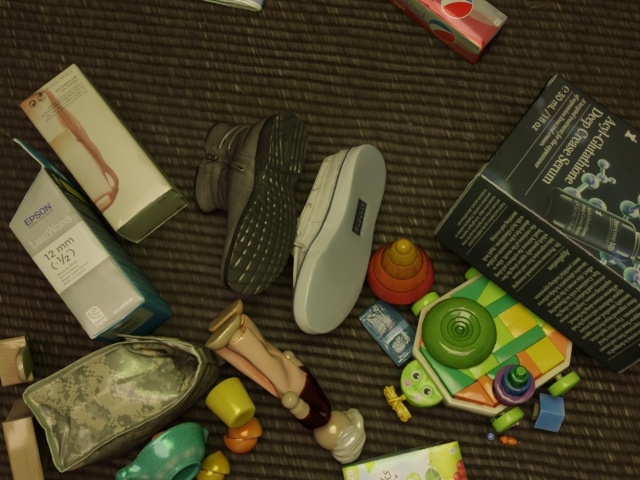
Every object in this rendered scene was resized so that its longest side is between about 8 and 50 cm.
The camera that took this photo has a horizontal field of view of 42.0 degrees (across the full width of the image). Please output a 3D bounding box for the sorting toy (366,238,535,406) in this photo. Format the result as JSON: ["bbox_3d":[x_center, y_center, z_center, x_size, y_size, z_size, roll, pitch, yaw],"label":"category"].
[{"bbox_3d":[0.217,0.116,1.379,0.127,0.126,0.365,-37,68,-14],"label":"sorting toy"}]

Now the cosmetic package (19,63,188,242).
[{"bbox_3d":[-0.390,-0.154,1.520,0.129,0.153,0.296,-39,80,-4],"label":"cosmetic package"}]

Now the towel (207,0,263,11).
[{"bbox_3d":[-0.180,-0.601,1.655,0.209,0.034,0.285,15,80,3],"label":"towel"}]

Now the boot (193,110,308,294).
[{"bbox_3d":[-0.146,-0.061,1.478,0.118,0.223,0.338,32,66,-38],"label":"boot"}]

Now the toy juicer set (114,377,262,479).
[{"bbox_3d":[-0.241,0.373,1.399,0.329,0.209,0.089,-38,60,-13],"label":"toy juicer set"}]

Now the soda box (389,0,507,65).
[{"bbox_3d":[0.222,-0.455,1.591,0.263,0.092,0.083,39,84,7],"label":"soda box"}]

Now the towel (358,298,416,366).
[{"bbox_3d":[0.128,0.163,1.514,0.067,0.029,0.119,-40,81,-7],"label":"towel"}]

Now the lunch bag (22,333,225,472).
[{"bbox_3d":[-0.308,0.249,1.401,0.287,0.235,0.169,-29,79,-4],"label":"lunch bag"}]

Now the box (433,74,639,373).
[{"bbox_3d":[0.448,-0.029,1.405,0.395,0.212,0.293,37,59,6],"label":"box"}]

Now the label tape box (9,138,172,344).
[{"bbox_3d":[-0.417,0.014,1.438,0.115,0.249,0.347,-40,82,-6],"label":"label tape box"}]

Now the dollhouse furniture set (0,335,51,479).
[{"bbox_3d":[-0.639,0.341,1.365,0.355,0.174,0.303,-10,96,-13],"label":"dollhouse furniture set"}]

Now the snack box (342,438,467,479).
[{"bbox_3d":[0.155,0.452,1.441,0.207,0.070,0.174,-14,80,0],"label":"snack box"}]

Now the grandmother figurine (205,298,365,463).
[{"bbox_3d":[-0.049,0.250,1.424,0.104,0.208,0.342,-39,105,18],"label":"grandmother figurine"}]

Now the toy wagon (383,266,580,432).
[{"bbox_3d":[0.268,0.196,1.445,0.344,0.068,0.267,-30,67,-11],"label":"toy wagon"}]

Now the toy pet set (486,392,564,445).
[{"bbox_3d":[0.363,0.303,1.466,0.114,0.065,0.122,12,81,3],"label":"toy pet set"}]

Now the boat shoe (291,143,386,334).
[{"bbox_3d":[-0.005,-0.005,1.487,0.156,0.136,0.367,-5,61,42],"label":"boat shoe"}]
